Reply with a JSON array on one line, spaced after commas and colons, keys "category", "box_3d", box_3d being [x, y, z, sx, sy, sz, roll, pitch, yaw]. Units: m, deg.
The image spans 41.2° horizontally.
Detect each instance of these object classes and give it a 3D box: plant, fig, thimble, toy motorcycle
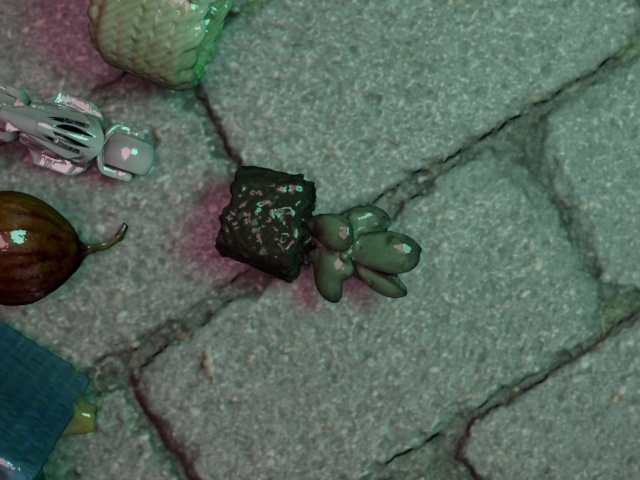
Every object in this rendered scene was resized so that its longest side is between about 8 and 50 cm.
[{"category": "plant", "box_3d": [-0.001, 0.000, 1.150, 0.274, 0.146, 0.149, 20, 88, -5]}, {"category": "fig", "box_3d": [-0.385, 0.019, 1.130, 0.149, 0.148, 0.202, -32, 132, 30]}, {"category": "thimble", "box_3d": [-0.197, -0.308, 1.089, 0.150, 0.219, 0.219, 22, 90, -4]}, {"category": "toy motorcycle", "box_3d": [-0.347, -0.145, 1.139, 0.254, 0.112, 0.112, 19, 91, -6]}]

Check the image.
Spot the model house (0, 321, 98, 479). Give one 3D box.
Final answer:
[{"category": "model house", "box_3d": [-0.459, 0.325, 1.045, 0.342, 0.334, 0.382, -2, 102, -2]}]
